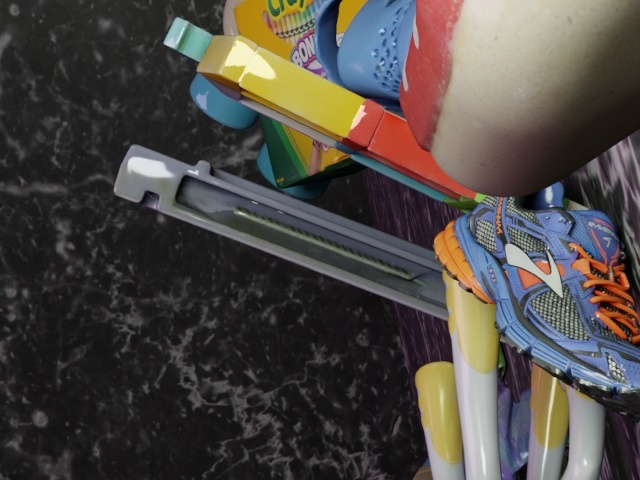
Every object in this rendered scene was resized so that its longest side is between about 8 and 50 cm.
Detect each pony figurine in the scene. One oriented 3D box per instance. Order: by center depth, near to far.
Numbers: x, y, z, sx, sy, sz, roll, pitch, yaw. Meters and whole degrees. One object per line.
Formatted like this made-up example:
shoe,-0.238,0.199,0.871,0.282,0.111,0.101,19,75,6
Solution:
pony figurine,0.117,0.237,1.240,0.351,0.303,0.363,98,174,-62

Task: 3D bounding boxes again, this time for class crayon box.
crayon box,0.033,-0.149,1.491,0.278,0.081,0.165,-20,83,64

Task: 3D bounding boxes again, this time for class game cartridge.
game cartridge,0.000,0.000,1.621,0.230,0.355,0.068,-99,30,-86

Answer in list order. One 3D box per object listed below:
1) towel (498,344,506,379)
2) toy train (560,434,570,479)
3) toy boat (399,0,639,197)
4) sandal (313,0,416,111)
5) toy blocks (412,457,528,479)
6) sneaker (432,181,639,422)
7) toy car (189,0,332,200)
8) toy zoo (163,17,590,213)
towel,0.161,0.095,1.896,0.152,0.023,0.113,83,172,-73
toy train,0.197,0.182,1.478,0.017,0.024,0.083,84,172,-77
toy boat,0.077,-0.116,0.599,0.151,0.151,0.231,56,174,7
sandal,0.075,-0.118,1.193,0.317,0.138,0.126,-120,19,-77
toy blocks,0.167,0.326,1.619,0.261,0.191,0.381,-16,-88,-81
sneaker,0.142,0.025,1.063,0.083,0.087,0.221,27,-166,-38
toy car,0.043,-0.173,1.757,0.238,0.219,0.210,1,-142,-51
toy zoo,0.029,-0.073,1.247,0.030,0.293,0.192,-64,3,0
